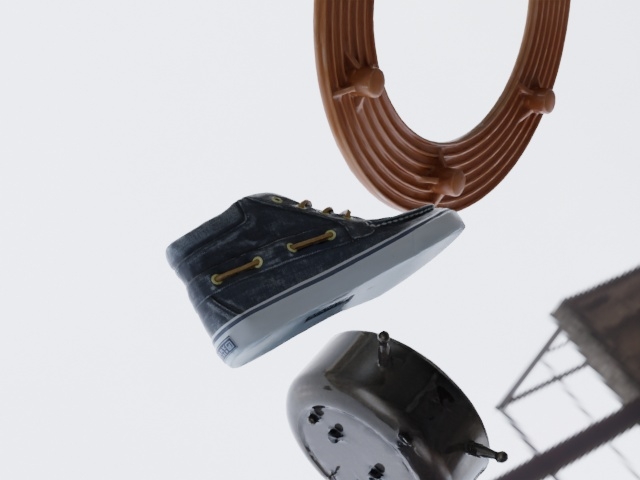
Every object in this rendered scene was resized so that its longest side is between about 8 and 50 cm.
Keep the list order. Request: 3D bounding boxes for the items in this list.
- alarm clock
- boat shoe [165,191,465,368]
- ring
[{"bbox_3d":[0.031,0.129,0.889,0.129,0.192,0.064,45,-119,-2],"label":"alarm clock"},{"bbox_3d":[0.000,0.000,0.829,0.183,0.065,0.083,-25,-104,-28],"label":"boat shoe"},{"bbox_3d":[0.112,-0.182,1.045,0.032,0.337,0.336,12,-142,37],"label":"ring"}]
